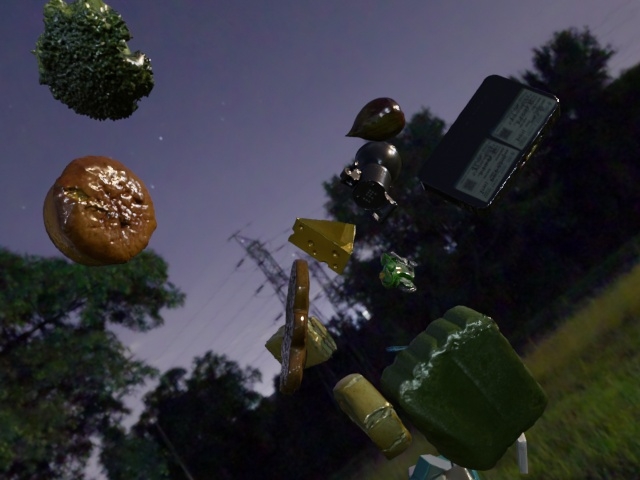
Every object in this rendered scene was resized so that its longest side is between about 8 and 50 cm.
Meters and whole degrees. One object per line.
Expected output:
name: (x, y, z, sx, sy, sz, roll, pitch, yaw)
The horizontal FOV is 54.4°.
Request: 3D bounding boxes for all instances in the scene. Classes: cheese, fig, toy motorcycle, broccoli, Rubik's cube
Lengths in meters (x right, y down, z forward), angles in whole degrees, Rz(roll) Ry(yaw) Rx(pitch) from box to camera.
cheese: (0.000, 0.000, 1.725, 0.126, 0.171, 0.093, -76, 7, -49)
fig: (0.131, -0.290, 1.546, 0.154, 0.103, 0.109, -28, 21, 7)
toy motorcycle: (0.218, 0.094, 1.777, 0.190, 0.106, 0.074, -84, 7, -65)
broccoli: (-0.506, -0.402, 1.373, 0.235, 0.260, 0.288, -31, -9, -42)
Rubik's cube: (0.352, 0.686, 1.659, 0.224, 0.265, 0.213, -26, 2, 9)

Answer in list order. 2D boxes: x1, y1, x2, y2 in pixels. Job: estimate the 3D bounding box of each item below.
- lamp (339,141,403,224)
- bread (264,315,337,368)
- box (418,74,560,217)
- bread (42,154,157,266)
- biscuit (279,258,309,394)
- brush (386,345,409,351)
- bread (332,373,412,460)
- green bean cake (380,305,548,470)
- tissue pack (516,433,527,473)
lamp: (0.142, -0.172, 1.757, 0.147, 0.172, 0.227, -51, 10, 35)
bread: (-0.049, 0.296, 1.784, 0.196, 0.138, 0.102, -33, 13, 45)
box: (0.416, -0.239, 1.539, 0.350, 0.211, 0.058, -53, -31, -8)
bread: (-0.597, -0.074, 1.678, 0.172, 0.312, 0.312, -22, -1, 34)
biscuit: (-0.042, 0.147, 1.092, 0.039, 0.236, 0.180, 5, -19, -8)
brush: (0.178, 0.199, 1.159, 0.164, 0.014, 0.051, 6, -21, -44)
bread: (0.083, 0.282, 1.020, 0.064, 0.156, 0.117, -36, -42, -12)
green bean cake: (0.255, 0.265, 1.097, 0.222, 0.248, 0.125, -42, 11, -8)
tissue pack: (0.540, 0.566, 1.672, 0.023, 0.108, 0.056, -6, 21, 9)
